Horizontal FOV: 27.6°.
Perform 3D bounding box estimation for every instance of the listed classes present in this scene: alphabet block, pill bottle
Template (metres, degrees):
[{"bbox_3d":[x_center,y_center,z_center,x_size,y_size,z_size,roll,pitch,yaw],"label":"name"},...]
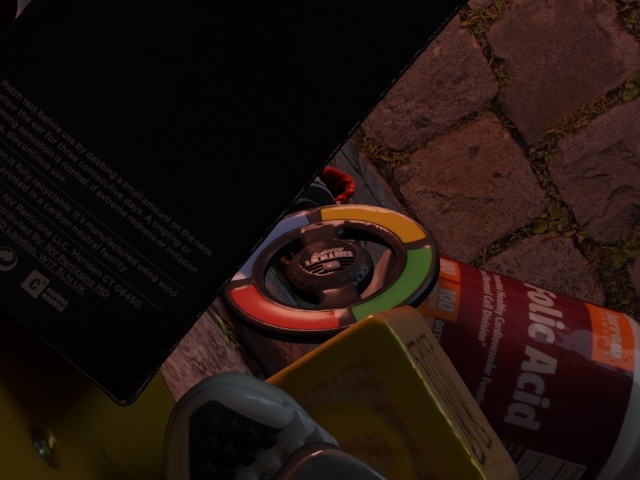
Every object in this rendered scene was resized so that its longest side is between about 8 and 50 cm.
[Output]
[{"bbox_3d":[0.038,0.182,1.085,0.193,0.192,0.197,56,8,7],"label":"alphabet block"},{"bbox_3d":[0.233,0.162,1.472,0.392,0.224,0.224,17,18,-7],"label":"pill bottle"}]

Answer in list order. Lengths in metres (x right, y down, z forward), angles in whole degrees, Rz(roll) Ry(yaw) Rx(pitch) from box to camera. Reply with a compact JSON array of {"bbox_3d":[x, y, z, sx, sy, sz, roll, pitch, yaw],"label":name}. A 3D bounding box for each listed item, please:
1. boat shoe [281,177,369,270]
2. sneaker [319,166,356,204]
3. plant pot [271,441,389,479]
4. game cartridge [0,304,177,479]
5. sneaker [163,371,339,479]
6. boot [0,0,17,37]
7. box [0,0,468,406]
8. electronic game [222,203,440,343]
[{"bbox_3d":[-0.003,0.003,1.686,0.105,0.113,0.306,46,-5,25],"label":"boat shoe"},{"bbox_3d":[0.007,-0.044,1.863,0.107,0.118,0.279,63,11,28],"label":"sneaker"},{"bbox_3d":[0.022,0.234,0.560,0.248,0.247,0.252,35,-1,-3],"label":"plant pot"},{"bbox_3d":[-0.142,0.138,0.768,0.285,0.053,0.324,61,8,20],"label":"game cartridge"},{"bbox_3d":[-0.040,0.148,0.845,0.118,0.110,0.292,54,-4,31],"label":"sneaker"},{"bbox_3d":[-0.289,-0.195,0.974,0.137,0.077,0.198,54,-17,13],"label":"boot"},{"bbox_3d":[-0.074,-0.098,0.831,0.179,0.312,0.343,41,2,-5],"label":"box"},{"bbox_3d":[0.010,0.030,1.355,0.229,0.229,0.048,-109,-172,-55],"label":"electronic game"}]
